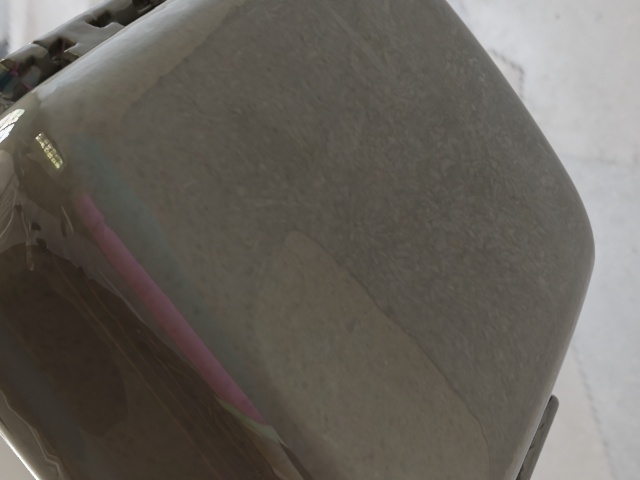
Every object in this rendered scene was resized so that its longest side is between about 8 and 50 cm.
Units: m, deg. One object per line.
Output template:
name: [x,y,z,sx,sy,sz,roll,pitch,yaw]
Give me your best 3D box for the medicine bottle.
medicine bottle: [0.000,0.000,0.632,0.123,0.375,0.282,-31,100,30]
